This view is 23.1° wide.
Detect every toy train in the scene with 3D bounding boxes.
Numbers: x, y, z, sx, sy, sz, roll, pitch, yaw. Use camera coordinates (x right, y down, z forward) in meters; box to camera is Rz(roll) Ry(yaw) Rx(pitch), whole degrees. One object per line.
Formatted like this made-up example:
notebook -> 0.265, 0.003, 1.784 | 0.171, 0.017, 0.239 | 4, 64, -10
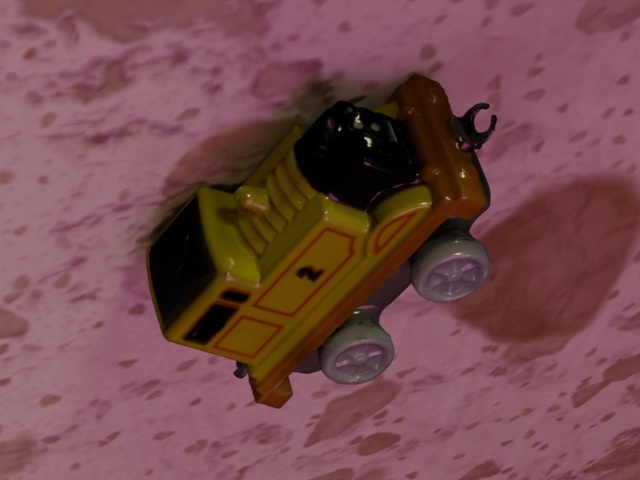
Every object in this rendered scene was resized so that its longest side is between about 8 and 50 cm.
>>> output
toy train -> 0.000, 0.000, 0.794 | 0.127, 0.089, 0.219 | 18, 131, -36
